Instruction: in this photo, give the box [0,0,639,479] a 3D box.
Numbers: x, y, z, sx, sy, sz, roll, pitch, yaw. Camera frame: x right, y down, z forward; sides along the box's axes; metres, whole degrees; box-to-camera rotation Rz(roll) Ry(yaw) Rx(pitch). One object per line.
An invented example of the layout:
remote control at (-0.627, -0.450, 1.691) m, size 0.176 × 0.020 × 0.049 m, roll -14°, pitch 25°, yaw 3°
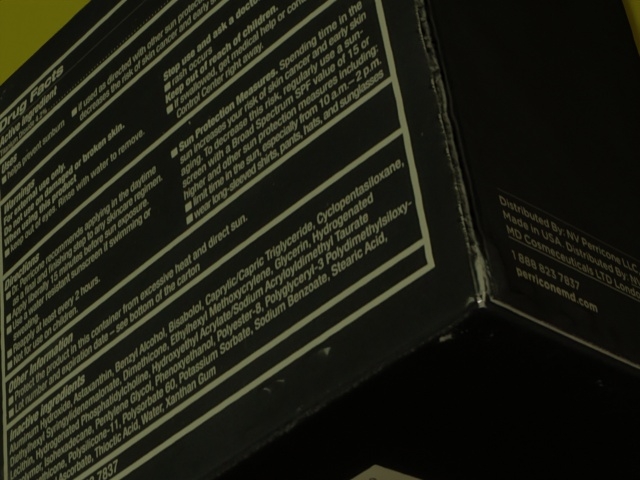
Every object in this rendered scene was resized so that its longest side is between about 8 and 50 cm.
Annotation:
box at (0.000, 0.000, 0.774) m, size 0.296 × 0.182 × 0.294 m, roll -35°, pitch 48°, yaw 33°
